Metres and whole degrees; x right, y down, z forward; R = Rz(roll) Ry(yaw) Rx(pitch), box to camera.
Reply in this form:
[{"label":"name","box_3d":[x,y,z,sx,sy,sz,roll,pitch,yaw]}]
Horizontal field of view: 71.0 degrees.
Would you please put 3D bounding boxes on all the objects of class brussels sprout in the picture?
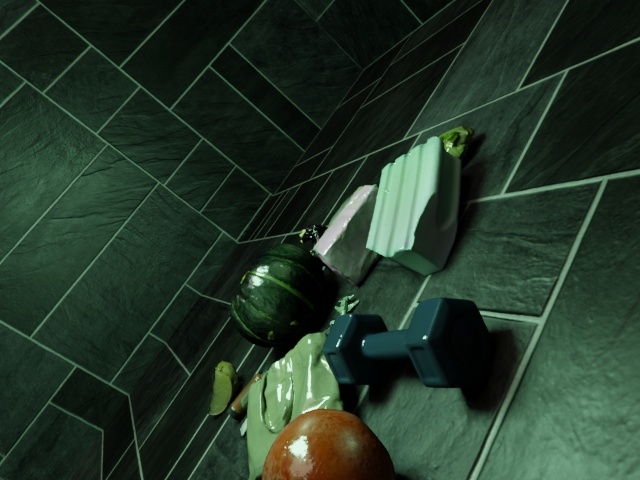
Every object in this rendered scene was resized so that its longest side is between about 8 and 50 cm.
[{"label":"brussels sprout","box_3d":[0.353,-0.250,1.273,0.181,0.100,0.139,-62,-4,24]}]

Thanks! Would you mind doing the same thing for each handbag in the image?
[{"label":"handbag","box_3d":[-0.064,0.379,0.989,0.316,0.109,0.253,-46,35,26]}]

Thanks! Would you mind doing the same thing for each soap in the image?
[{"label":"soap","box_3d":[0.235,-0.077,1.116,0.208,0.115,0.347,-30,35,46]}]

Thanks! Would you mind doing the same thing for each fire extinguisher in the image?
[{"label":"fire extinguisher","box_3d":[-0.200,0.443,1.317,0.177,0.050,0.062,-50,-20,-1]}]

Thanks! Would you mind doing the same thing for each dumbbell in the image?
[{"label":"dumbbell","box_3d":[0.145,0.194,0.827,0.324,0.144,0.160,-25,32,54]}]

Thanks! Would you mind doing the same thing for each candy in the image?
[{"label":"candy","box_3d":[0.112,-0.019,1.290,0.265,0.155,0.115,-53,17,-9]}]

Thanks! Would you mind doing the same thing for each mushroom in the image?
[{"label":"mushroom","box_3d":[0.107,-0.089,1.547,0.118,0.103,0.270,-57,9,-32]}]

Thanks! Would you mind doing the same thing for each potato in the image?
[{"label":"potato","box_3d":[-0.300,0.480,1.462,0.100,0.089,0.172,-43,-37,-79]}]

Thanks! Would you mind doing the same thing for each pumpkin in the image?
[{"label":"pumpkin","box_3d":[-0.128,0.166,1.362,0.323,0.241,0.323,-59,6,9]}]

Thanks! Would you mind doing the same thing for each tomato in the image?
[{"label":"tomato","box_3d":[0.010,0.376,0.690,0.208,0.208,0.184,-42,1,25]}]

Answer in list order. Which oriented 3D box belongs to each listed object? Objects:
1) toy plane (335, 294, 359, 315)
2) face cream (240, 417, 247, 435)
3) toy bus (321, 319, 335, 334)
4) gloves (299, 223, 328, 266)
[{"label":"toy plane","box_3d":[0.067,0.179,1.211,0.080,0.033,0.083,-20,33,32]},{"label":"face cream","box_3d":[-0.186,0.486,1.241,0.115,0.020,0.038,-55,19,-4]},{"label":"toy bus","box_3d":[0.018,0.264,1.091,0.174,0.077,0.079,-40,27,33]},{"label":"gloves","box_3d":[0.000,0.000,1.516,0.124,0.164,0.204,-23,46,5]}]
